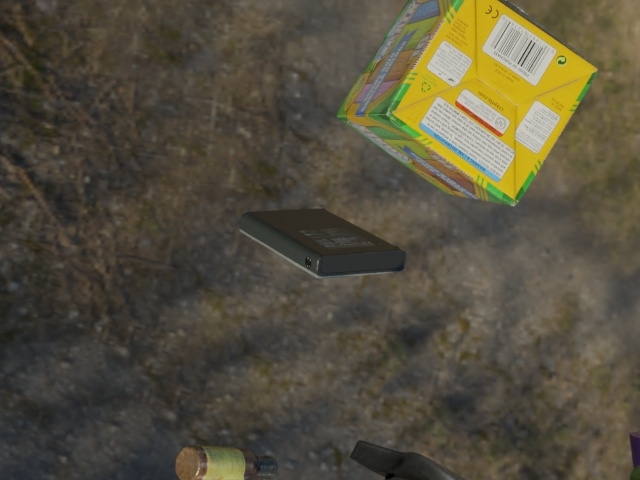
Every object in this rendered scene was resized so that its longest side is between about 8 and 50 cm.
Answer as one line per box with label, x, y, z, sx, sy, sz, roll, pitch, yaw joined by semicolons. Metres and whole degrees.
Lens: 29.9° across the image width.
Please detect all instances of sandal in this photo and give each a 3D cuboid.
sandal;0.109;0.282;1.379;0.097;0.254;0.054;31;76;-16

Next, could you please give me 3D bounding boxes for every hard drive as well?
hard drive;0.000;0.000;1.084;0.094;0.135;0.022;-4;110;-33

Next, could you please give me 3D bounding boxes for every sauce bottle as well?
sauce bottle;-0.096;0.239;1.266;0.128;0.042;0.042;16;86;-47

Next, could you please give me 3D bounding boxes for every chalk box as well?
chalk box;0.109;-0.122;1.016;0.132;0.213;0.132;33;87;-13

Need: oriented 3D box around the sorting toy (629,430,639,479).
sorting toy;0.325;0.246;0.956;0.365;0.127;0.126;-93;175;-86
